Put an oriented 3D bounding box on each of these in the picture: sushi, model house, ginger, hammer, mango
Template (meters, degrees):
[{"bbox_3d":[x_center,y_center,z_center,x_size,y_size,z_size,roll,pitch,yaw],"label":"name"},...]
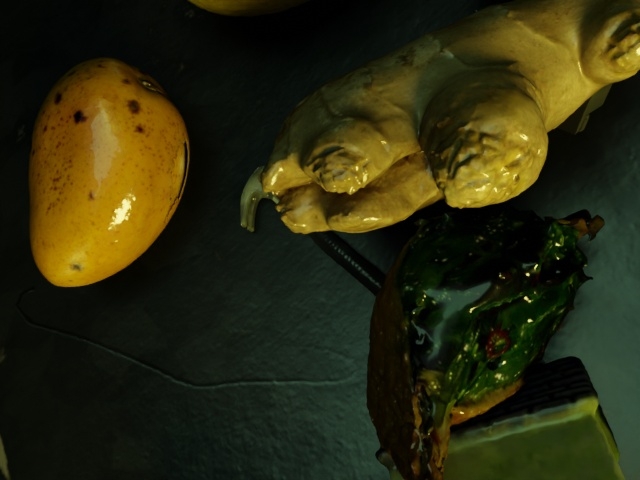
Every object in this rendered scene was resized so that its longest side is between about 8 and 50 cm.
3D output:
[{"bbox_3d":[0.116,0.050,0.443,0.140,0.287,0.149,-20,101,53],"label":"sushi"},{"bbox_3d":[0.150,0.209,0.453,0.193,0.170,0.212,-24,39,18],"label":"model house"},{"bbox_3d":[0.121,-0.128,0.436,0.375,0.236,0.166,-39,91,20],"label":"ginger"},{"bbox_3d":[0.000,0.000,0.627,0.103,0.029,0.246,-48,63,3],"label":"hammer"},{"bbox_3d":[-0.263,-0.080,0.695,0.190,0.160,0.291,11,82,17],"label":"mango"}]

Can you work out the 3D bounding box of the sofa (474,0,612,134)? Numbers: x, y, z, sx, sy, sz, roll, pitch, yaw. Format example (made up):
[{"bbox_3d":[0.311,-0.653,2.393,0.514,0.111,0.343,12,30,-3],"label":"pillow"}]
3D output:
[{"bbox_3d":[0.221,-0.180,0.574,0.147,0.085,0.060,34,47,29],"label":"sofa"}]

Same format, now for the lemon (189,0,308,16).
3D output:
[{"bbox_3d":[-0.084,-0.408,0.658,0.321,0.268,0.269,-7,70,8],"label":"lemon"}]
